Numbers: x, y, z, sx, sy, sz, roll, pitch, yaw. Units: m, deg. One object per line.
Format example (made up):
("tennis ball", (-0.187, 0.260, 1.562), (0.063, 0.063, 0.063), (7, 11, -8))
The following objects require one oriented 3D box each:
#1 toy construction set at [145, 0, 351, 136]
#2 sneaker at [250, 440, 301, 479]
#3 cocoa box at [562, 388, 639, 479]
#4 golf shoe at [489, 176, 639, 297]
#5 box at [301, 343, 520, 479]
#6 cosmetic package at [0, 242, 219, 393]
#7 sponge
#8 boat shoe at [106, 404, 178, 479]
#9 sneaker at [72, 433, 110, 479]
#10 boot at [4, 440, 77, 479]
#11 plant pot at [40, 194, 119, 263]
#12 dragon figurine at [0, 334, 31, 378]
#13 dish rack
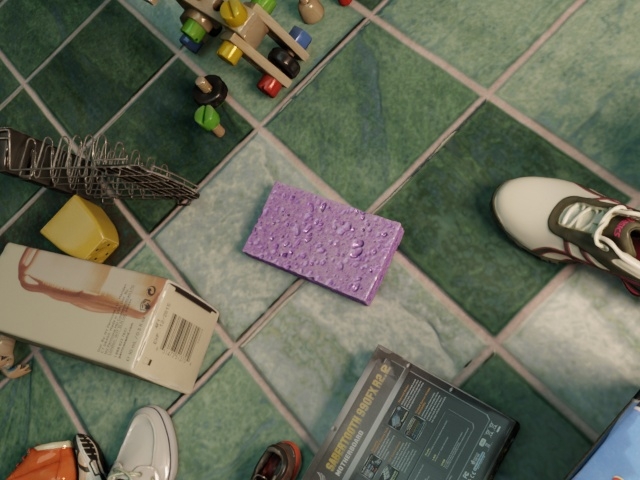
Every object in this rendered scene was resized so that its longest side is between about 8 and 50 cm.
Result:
("toy construction set", (-0.127, -0.373, 1.006), (0.309, 0.237, 0.257), (-30, 61, 8))
("sneaker", (-0.075, 0.317, 0.801), (0.061, 0.065, 0.158), (9, 73, 25))
("cocoa box", (0.321, 0.236, 0.511), (0.228, 0.347, 0.231), (-48, 60, -1))
("golf shoe", (0.316, -0.016, 0.750), (0.273, 0.120, 0.105), (29, 84, 30))
("box", (0.092, 0.264, 0.760), (0.183, 0.056, 0.231), (26, 80, 29))
("cosmetic package", (-0.315, 0.107, 0.937), (0.296, 0.153, 0.129), (10, 72, 24))
("sponge", (0.000, 0.000, 0.920), (0.210, 0.031, 0.117), (21, 78, 27))
("boat shoe", (-0.240, 0.325, 0.858), (0.083, 0.076, 0.226), (-9, 66, 18))
("sneaker", (-0.321, 0.317, 0.916), (0.044, 0.040, 0.109), (-41, 60, 5))
("boot", (-0.415, 0.336, 0.940), (0.158, 0.059, 0.084), (-17, 60, 6))
("plant pot", (-0.369, -0.007, 1.048), (0.083, 0.081, 0.081), (42, 88, 19))
("dragon figurine", (-0.549, 0.173, 1.038), (0.289, 0.085, 0.144), (-36, 58, 0))
("dish rack", (-0.326, -0.107, 1.003), (0.271, 0.208, 0.074), (2, 82, 22))
